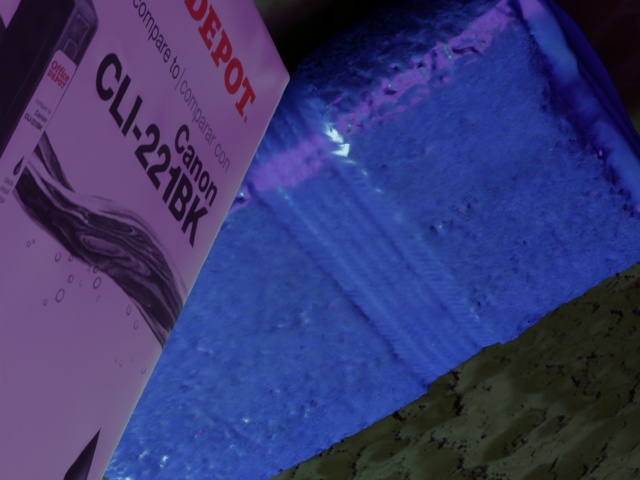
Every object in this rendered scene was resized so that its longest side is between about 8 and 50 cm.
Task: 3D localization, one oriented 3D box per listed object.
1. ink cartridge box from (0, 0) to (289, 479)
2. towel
[{"bbox_3d":[-0.131,-0.010,0.617,0.114,0.272,0.197,12,155,23],"label":"ink cartridge box"},{"bbox_3d":[0.000,0.000,0.902,0.308,0.076,0.227,-32,139,8],"label":"towel"}]
